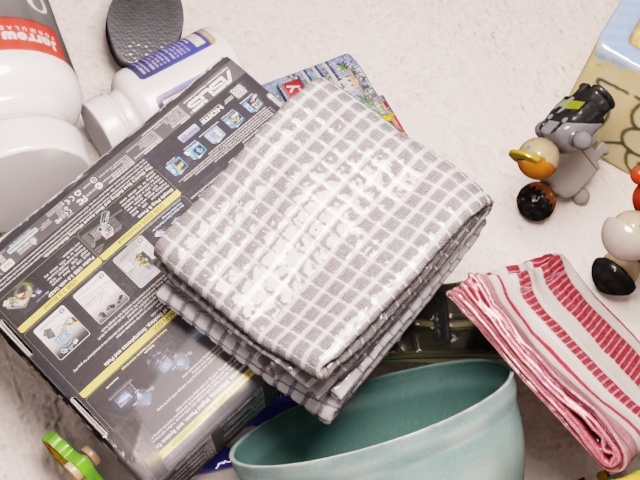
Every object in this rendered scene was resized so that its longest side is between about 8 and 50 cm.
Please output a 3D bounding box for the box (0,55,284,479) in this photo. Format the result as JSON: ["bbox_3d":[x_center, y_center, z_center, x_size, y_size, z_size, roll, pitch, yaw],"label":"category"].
[{"bbox_3d":[-0.134,0.029,1.271,0.318,0.097,0.395,41,72,19],"label":"box"}]

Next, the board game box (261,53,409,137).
[{"bbox_3d":[-0.009,-0.131,1.458,0.194,0.060,0.194,-23,68,-17],"label":"board game box"}]

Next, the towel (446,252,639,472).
[{"bbox_3d":[0.281,0.114,1.260,0.237,0.037,0.329,49,24,16],"label":"towel"}]

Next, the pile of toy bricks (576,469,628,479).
[{"bbox_3d":[0.301,0.357,1.239,0.105,0.118,0.212,-26,76,24],"label":"pile of toy bricks"}]

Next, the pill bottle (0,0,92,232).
[{"bbox_3d":[-0.398,-0.204,1.366,0.210,0.210,0.363,-18,67,-15],"label":"pill bottle"}]

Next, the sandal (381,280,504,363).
[{"bbox_3d":[0.106,0.096,1.345,0.302,0.086,0.120,9,64,-7],"label":"sandal"}]

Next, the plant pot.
[{"bbox_3d":[0.076,0.258,1.174,0.293,0.293,0.196,-18,94,-14],"label":"plant pot"}]

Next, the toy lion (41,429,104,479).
[{"bbox_3d":[-0.250,0.242,1.238,0.034,0.096,0.100,-44,116,-23],"label":"toy lion"}]

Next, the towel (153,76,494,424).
[{"bbox_3d":[0.000,0.000,1.169,0.235,0.121,0.284,37,70,14],"label":"towel"}]

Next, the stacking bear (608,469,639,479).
[{"bbox_3d":[0.298,0.285,1.089,0.289,0.164,0.175,2,74,-19],"label":"stacking bear"}]

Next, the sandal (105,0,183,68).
[{"bbox_3d":[-0.227,-0.311,1.535,0.097,0.054,0.254,5,53,-12],"label":"sandal"}]

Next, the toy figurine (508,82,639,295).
[{"bbox_3d":[0.326,-0.055,1.378,0.209,0.213,0.148,41,83,17],"label":"toy figurine"}]

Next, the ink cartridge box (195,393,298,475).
[{"bbox_3d":[-0.136,0.074,1.344,0.175,0.069,0.371,-11,68,-11],"label":"ink cartridge box"}]

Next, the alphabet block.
[{"bbox_3d":[0.431,-0.207,1.468,0.192,0.197,0.193,32,65,9],"label":"alphabet block"}]

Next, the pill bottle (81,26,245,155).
[{"bbox_3d":[-0.189,-0.170,1.429,0.186,0.112,0.112,-31,71,-19],"label":"pill bottle"}]
